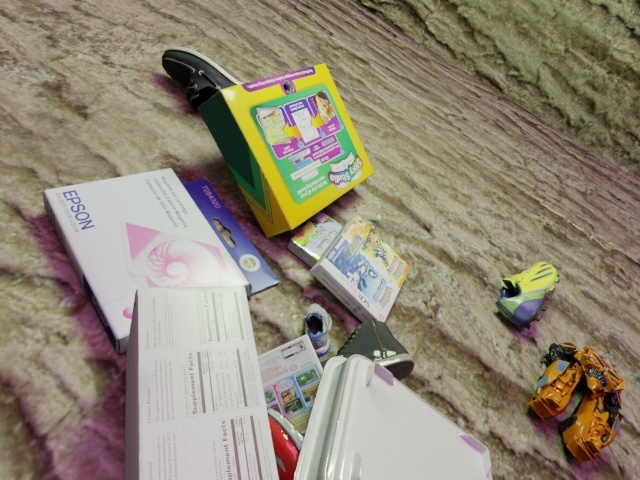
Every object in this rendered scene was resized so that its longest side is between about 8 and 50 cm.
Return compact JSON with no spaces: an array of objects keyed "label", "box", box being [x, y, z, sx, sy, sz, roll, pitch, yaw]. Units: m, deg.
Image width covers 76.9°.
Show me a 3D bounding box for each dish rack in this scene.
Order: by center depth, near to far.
[{"label":"dish rack","box":[0.135,0.321,0.562,0.333,0.072,0.285,39,27,-7]}]

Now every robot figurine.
[{"label":"robot figurine","box":[0.595,0.348,0.914,0.291,0.085,0.211,-23,66,-39]}]

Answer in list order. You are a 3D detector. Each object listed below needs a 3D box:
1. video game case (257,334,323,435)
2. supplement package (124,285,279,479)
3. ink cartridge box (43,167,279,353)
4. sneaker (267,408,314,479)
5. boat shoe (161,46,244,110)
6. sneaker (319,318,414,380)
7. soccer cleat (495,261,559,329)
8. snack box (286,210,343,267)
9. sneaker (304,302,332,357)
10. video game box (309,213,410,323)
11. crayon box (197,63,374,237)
[{"label":"video game case","box":[-0.065,0.249,0.654,0.157,0.019,0.143,-23,62,-9]},{"label":"supplement package","box":[-0.175,0.224,0.534,0.145,0.204,0.261,3,51,-28]},{"label":"ink cartridge box","box":[-0.286,-0.001,0.770,0.330,0.071,0.324,-23,65,-38]},{"label":"sneaker","box":[-0.044,0.369,0.525,0.119,0.107,0.278,-13,72,-25]},{"label":"boat shoe","box":[-0.295,-0.385,1.067,0.340,0.127,0.113,33,67,-2]},{"label":"sneaker","box":[0.051,0.224,0.758,0.222,0.083,0.118,-6,33,-20]},{"label":"soccer cleat","box":[0.557,0.120,1.089,0.121,0.093,0.289,38,44,16]},{"label":"snack box","box":[0.000,0.000,0.938,0.100,0.037,0.141,37,45,4]},{"label":"sneaker","box":[-0.006,0.154,0.759,0.052,0.058,0.135,-13,27,1]},{"label":"video game box","box":[0.096,0.065,0.900,0.187,0.048,0.205,46,45,-8]},{"label":"crayon box","box":[-0.056,-0.227,0.964,0.363,0.106,0.313,-37,107,-43]}]
